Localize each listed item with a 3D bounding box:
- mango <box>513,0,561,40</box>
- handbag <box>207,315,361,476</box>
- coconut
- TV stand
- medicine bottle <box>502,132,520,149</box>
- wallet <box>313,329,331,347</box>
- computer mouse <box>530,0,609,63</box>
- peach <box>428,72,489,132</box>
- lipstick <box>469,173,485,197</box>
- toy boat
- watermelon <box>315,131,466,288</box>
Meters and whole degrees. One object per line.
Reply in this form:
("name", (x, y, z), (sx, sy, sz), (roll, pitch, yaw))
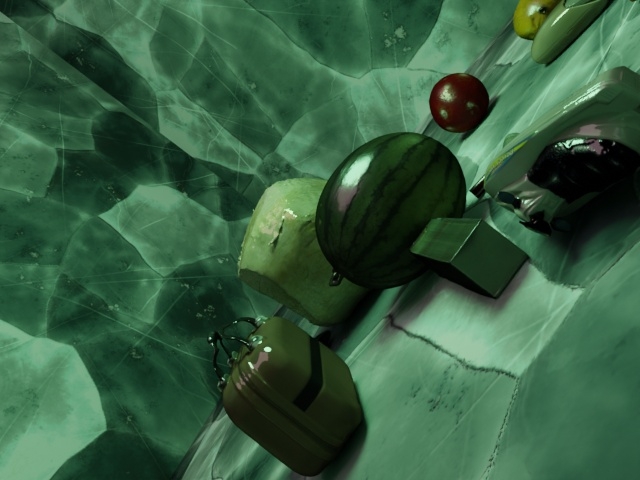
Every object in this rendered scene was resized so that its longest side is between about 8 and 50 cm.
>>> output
("mango", (0.638, -0.661, 1.718), (0.187, 0.144, 0.359), (-57, -4, 39))
("handbag", (-0.073, 0.236, 1.052), (0.149, 0.283, 0.302), (-54, 4, 6))
("coconut", (0.000, 0.000, 1.601), (0.404, 0.405, 0.404), (-52, 4, 6))
("TV stand", (0.222, 0.020, 0.968), (0.082, 0.088, 0.269), (-54, 4, 1))
("medicine bottle", (0.378, -0.175, 1.183), (0.047, 0.047, 0.083), (-50, 5, 36))
("wallet", (-0.063, 0.349, 1.609), (0.236, 0.055, 0.160), (-51, -2, 26))
("computer mouse", (0.609, -0.544, 1.501), (0.236, 0.082, 0.145), (-50, 4, 47))
("peach", (0.426, -0.420, 1.858), (0.197, 0.197, 0.197), (-52, 4, 6))
("lipstick", (0.374, -0.161, 1.248), (0.176, 0.027, 0.027), (-50, 5, 15))
("toy boat", (0.304, -0.085, 0.741), (0.140, 0.141, 0.269), (-56, 4, -40))
("watermelon", (0.136, -0.052, 1.235), (0.359, 0.279, 0.279), (-53, 4, -16))
